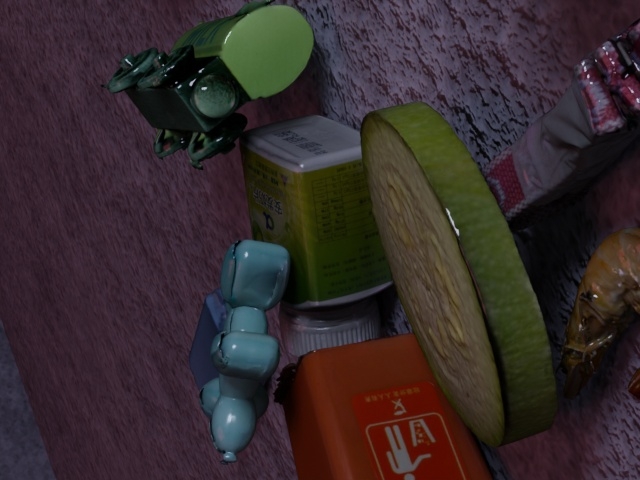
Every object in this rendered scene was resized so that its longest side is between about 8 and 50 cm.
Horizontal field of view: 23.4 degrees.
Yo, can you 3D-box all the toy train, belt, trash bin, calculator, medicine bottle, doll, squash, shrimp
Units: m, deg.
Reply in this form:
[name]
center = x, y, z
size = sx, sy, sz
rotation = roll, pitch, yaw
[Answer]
[toy train]
center = -0.091, -0.149, 1.353
size = 0.105, 0.157, 0.253
rotation = 53, 169, -14
[belt]
center = 0.156, -0.064, 0.926
size = 0.053, 0.071, 0.232
rotation = 64, 157, 13
[trash bin]
center = 0.056, 0.211, 1.260
size = 0.184, 0.161, 0.238
rotation = 111, 145, -55
[calculator]
center = -0.105, 0.139, 1.725
size = 0.210, 0.039, 0.121
rotation = 110, 140, -56
[medicine bottle]
center = 0.000, 0.000, 1.318
size = 0.132, 0.088, 0.188
rotation = 29, 131, 59
[doll]
center = -0.065, 0.098, 1.272
size = 0.158, 0.059, 0.159
rotation = 107, 169, -59
[squash]
center = 0.096, 0.022, 1.081
size = 0.252, 0.049, 0.252
rotation = 161, 90, -82
[shrimp]
center = 0.197, 0.060, 0.976
size = 0.095, 0.045, 0.162
rotation = 39, 139, 22
